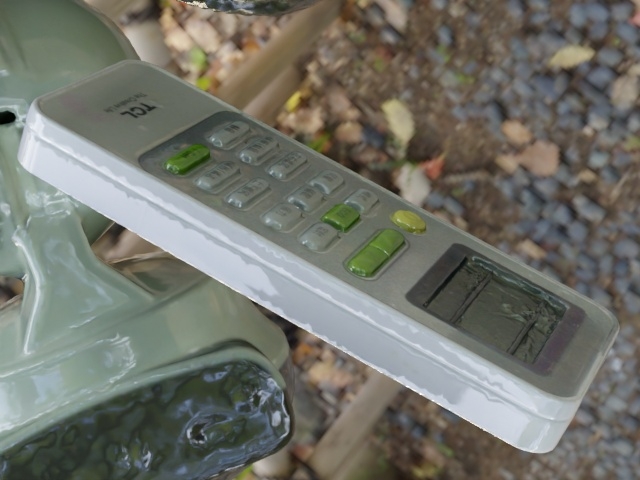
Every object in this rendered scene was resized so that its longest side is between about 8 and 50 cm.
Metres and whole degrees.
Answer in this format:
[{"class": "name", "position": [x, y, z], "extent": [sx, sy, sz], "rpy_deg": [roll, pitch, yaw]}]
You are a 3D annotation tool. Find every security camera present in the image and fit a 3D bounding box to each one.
[{"class": "security camera", "position": [-0.143, -0.002, 0.792], "extent": [0.191, 0.197, 0.277], "rpy_deg": [-144, 32, -75]}]

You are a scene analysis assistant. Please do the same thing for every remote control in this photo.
[{"class": "remote control", "position": [0.000, 0.000, 0.640], "extent": [0.250, 0.103, 0.034], "rpy_deg": [30, 117, 12]}]

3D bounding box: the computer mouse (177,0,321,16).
[{"class": "computer mouse", "position": [-0.102, -0.226, 0.787], "extent": [0.323, 0.183, 0.116], "rpy_deg": [29, 147, -36]}]
